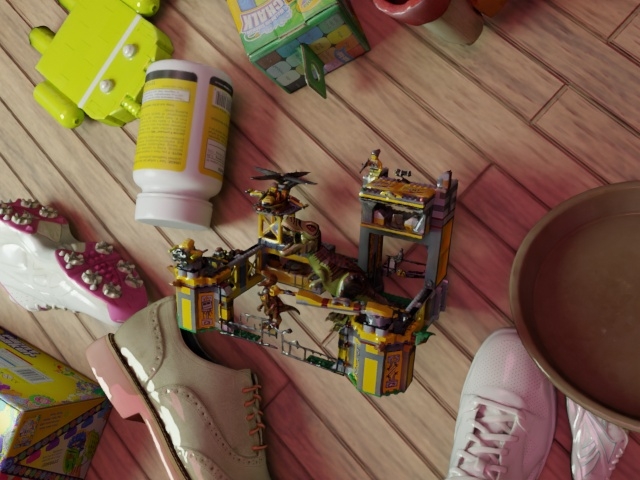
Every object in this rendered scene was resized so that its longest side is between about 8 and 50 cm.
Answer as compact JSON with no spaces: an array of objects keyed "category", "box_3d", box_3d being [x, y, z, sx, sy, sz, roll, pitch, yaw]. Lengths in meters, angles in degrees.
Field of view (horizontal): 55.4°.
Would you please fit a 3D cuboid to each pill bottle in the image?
[{"category":"pill bottle","box_3d":[-0.187,-0.124,0.824,0.119,0.119,0.209,4,84,21]}]

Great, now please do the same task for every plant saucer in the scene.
[{"category":"plant saucer","box_3d":[0.330,0.060,0.598,0.277,0.041,0.278,-8,56,12]}]

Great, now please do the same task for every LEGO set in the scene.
[{"category":"LEGO set","box_3d":[0.000,0.000,0.663,0.331,0.255,0.192,17,116,33]}]

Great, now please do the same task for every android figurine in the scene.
[{"category":"android figurine","box_3d":[-0.336,-0.286,0.937,0.273,0.056,0.248,41,97,22]}]

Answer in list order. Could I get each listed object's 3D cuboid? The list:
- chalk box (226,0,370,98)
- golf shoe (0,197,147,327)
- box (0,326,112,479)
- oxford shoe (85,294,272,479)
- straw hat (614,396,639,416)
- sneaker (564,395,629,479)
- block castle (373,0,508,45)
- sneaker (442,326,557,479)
[{"category":"chalk box","box_3d":[-0.029,-0.287,0.780,0.132,0.132,0.213,-26,76,16]},{"category":"golf shoe","box_3d":[-0.376,0.056,0.889,0.306,0.115,0.140,31,109,23]},{"category":"box","box_3d":[-0.496,0.290,0.852,0.289,0.177,0.279,22,91,21]},{"category":"oxford shoe","box_3d":[-0.118,0.235,0.745,0.146,0.140,0.397,-41,79,-10]},{"category":"straw hat","box_3d":[0.349,0.160,0.614,0.144,0.144,0.061,12,130,21]},{"category":"sneaker","box_3d":[0.290,0.219,0.636,0.061,0.053,0.152,-2,82,17]},{"category":"block castle","box_3d":[0.200,-0.459,0.611,0.453,0.212,0.303,-37,65,28]},{"category":"sneaker","box_3d":[0.172,0.232,0.617,0.108,0.169,0.293,11,85,23]}]
